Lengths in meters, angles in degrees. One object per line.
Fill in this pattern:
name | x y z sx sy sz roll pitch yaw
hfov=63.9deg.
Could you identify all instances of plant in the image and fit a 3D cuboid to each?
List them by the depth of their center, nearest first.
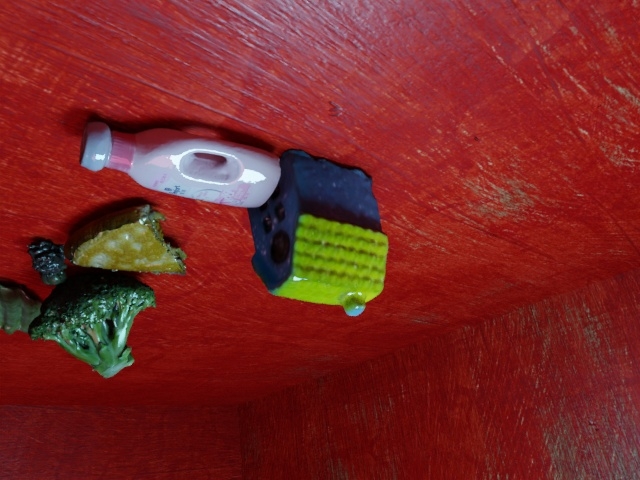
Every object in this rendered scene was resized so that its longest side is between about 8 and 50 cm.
plant | -0.640 0.057 1.215 0.085 0.087 0.174 24 145 1

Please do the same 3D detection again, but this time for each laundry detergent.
laundry detergent | -0.245 -0.136 0.918 0.335 0.087 0.159 9 145 -32

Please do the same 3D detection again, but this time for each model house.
model house | 0.000 0.000 1.052 0.237 0.303 0.215 12 141 -35

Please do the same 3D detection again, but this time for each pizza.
pizza | -0.404 -0.002 1.162 0.288 0.074 0.251 10 149 -35

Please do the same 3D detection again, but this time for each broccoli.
broccoli | -0.577 0.209 1.343 0.308 0.275 0.308 -31 167 -8

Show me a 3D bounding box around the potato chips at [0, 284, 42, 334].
potato chips | -0.968 0.191 1.363 0.373 0.097 0.389 -8 156 -5
